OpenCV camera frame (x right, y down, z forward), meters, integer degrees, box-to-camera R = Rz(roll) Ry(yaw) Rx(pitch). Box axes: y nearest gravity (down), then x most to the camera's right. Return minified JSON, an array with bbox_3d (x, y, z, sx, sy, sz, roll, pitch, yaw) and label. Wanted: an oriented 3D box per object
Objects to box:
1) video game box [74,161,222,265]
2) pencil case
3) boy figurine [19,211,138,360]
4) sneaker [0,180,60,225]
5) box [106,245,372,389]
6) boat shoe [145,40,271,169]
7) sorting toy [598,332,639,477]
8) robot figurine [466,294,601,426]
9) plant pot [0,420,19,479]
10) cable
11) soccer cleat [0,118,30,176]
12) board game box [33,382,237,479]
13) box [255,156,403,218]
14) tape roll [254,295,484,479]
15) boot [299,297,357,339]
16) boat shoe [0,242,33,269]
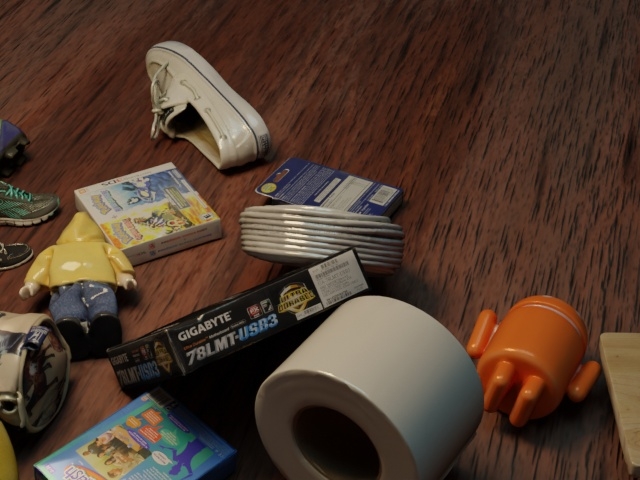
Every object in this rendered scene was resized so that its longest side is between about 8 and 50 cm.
[{"bbox_3d":[-0.294,-0.046,2.043,0.187,0.048,0.205,-21,41,-22],"label":"video game box"},{"bbox_3d":[-0.562,0.166,1.655,0.410,0.160,0.183,5,10,5],"label":"pencil case"},{"bbox_3d":[-0.375,0.060,1.862,0.177,0.092,0.285,-8,36,-11],"label":"boy figurine"},{"bbox_3d":[-0.528,-0.067,2.044,0.166,0.076,0.065,-8,38,-11],"label":"sneaker"},{"bbox_3d":[-0.119,0.113,1.664,0.293,0.073,0.295,-21,-2,-26],"label":"box"},{"bbox_3d":[-0.258,-0.241,2.253,0.156,0.136,0.367,-27,54,-27],"label":"boat shoe"},{"bbox_3d":[0.517,0.240,1.618,0.257,0.089,0.255,1,36,2],"label":"sorting toy"},{"bbox_3d":[0.297,0.161,1.693,0.158,0.128,0.219,-8,27,37],"label":"robot figurine"},{"bbox_3d":[-0.432,0.304,1.516,0.134,0.134,0.095,-30,71,-34],"label":"plant pot"},{"bbox_3d":[0.000,0.000,1.836,0.257,0.089,0.257,8,-3,-24],"label":"cable"},{"bbox_3d":[-0.629,-0.133,2.107,0.121,0.093,0.289,31,36,8],"label":"soccer cleat"},{"bbox_3d":[-0.238,0.295,1.565,0.160,0.047,0.210,36,48,29],"label":"board game box"},{"bbox_3d":[0.014,-0.074,2.088,0.225,0.037,0.136,19,40,22],"label":"box"},{"bbox_3d":[0.062,0.214,1.524,0.246,0.246,0.169,21,41,26],"label":"tape roll"},{"bbox_3d":[0.039,0.128,1.811,0.121,0.045,0.099,25,40,31],"label":"boot"},{"bbox_3d":[-0.529,0.024,1.953,0.125,0.038,0.046,-13,38,-17],"label":"boat shoe"}]
